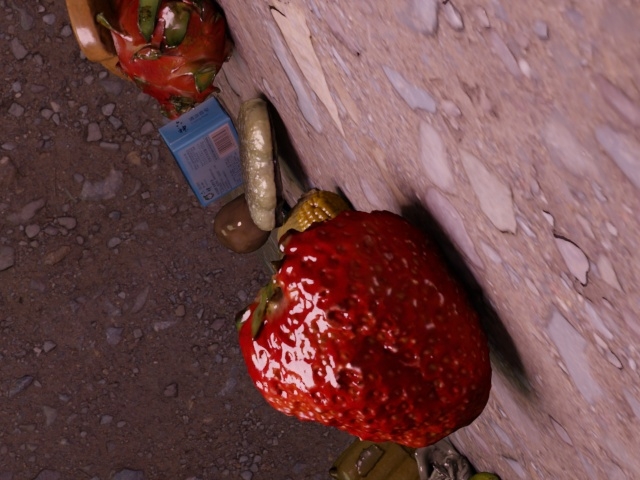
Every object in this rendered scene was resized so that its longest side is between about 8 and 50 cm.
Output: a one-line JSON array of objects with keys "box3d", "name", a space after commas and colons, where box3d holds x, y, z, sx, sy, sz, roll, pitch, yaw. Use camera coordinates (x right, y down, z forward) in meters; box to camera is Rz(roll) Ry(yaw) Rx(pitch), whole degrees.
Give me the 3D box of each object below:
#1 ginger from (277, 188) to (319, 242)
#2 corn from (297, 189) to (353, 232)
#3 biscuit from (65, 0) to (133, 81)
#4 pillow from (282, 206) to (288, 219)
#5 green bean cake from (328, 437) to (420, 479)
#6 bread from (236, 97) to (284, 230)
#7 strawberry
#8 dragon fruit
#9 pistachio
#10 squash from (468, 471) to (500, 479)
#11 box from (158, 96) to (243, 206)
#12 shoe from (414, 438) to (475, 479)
[{"box3d": [-0.001, -0.001, 1.615, 0.122, 0.115, 0.193, 39, 171, -10], "name": "ginger"}, {"box3d": [0.049, 0.028, 1.398, 0.231, 0.080, 0.080, 55, 172, 20], "name": "corn"}, {"box3d": [-0.320, -0.403, 1.616, 0.343, 0.057, 0.288, -5, -92, -72], "name": "biscuit"}, {"box3d": [-0.101, -0.075, 2.144, 0.189, 0.034, 0.255, 55, 175, -4], "name": "pillow"}, {"box3d": [0.183, 0.565, 2.339, 0.285, 0.202, 0.310, 42, 167, 5], "name": "green bean cake"}, {"box3d": [-0.102, -0.117, 1.642, 0.286, 0.056, 0.207, 126, 136, -81], "name": "bread"}, {"box3d": [0.060, 0.108, 1.096, 0.277, 0.257, 0.257, 42, 170, 12], "name": "strawberry"}, {"box3d": [-0.220, -0.309, 1.449, 0.269, 0.198, 0.200, 121, 129, -66], "name": "dragon fruit"}, {"box3d": [-0.169, -0.038, 2.217, 0.136, 0.135, 0.226, 58, -176, -3], "name": "pistachio"}, {"box3d": [0.248, 0.452, 1.660, 0.066, 0.066, 0.201, 54, 140, 29], "name": "squash"}, {"box3d": [-0.246, -0.191, 2.197, 0.083, 0.142, 0.232, 54, 172, 29], "name": "box"}, {"box3d": [0.247, 0.463, 1.786, 0.149, 0.109, 0.293, 55, 179, -26], "name": "shoe"}]
